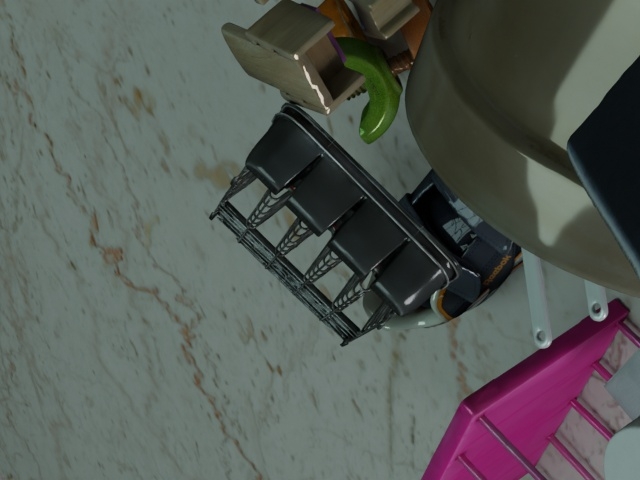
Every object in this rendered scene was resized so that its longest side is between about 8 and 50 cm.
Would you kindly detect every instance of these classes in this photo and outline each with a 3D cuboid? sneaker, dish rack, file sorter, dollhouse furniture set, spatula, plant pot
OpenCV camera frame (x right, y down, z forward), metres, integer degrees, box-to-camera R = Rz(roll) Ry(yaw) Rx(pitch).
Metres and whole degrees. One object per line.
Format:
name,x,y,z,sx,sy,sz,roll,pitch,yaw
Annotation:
sneaker,0.135,-0.012,1.605,0.126,0.127,0.321,51,146,19
dish rack,0.000,0.000,1.565,0.208,0.074,0.271,45,164,0
file sorter,0.220,0.240,1.605,0.182,0.202,0.290,47,146,21
dollhouse furniture set,-0.005,-0.324,1.451,0.198,0.303,0.286,28,157,50
spatula,0.216,-0.042,1.444,0.168,0.019,0.242,-18,74,38
plant pot,0.238,-0.165,1.054,0.323,0.323,0.280,40,134,31

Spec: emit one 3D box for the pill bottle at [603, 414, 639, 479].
pill bottle,0.295,0.116,1.136,0.121,0.221,0.121,36,141,37

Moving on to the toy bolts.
toy bolts,0.059,-0.237,1.578,0.228,0.158,0.218,59,-169,-16

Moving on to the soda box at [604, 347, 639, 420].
soda box,0.343,0.072,1.397,0.098,0.091,0.286,51,148,16

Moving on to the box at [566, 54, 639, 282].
box,0.369,-0.079,0.842,0.293,0.395,0.212,35,-165,-17
